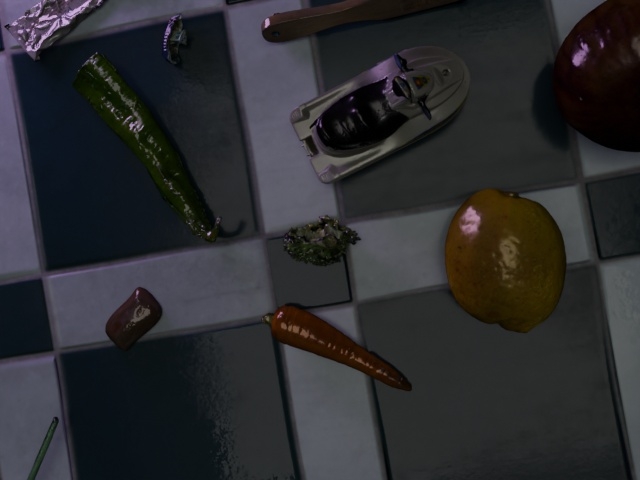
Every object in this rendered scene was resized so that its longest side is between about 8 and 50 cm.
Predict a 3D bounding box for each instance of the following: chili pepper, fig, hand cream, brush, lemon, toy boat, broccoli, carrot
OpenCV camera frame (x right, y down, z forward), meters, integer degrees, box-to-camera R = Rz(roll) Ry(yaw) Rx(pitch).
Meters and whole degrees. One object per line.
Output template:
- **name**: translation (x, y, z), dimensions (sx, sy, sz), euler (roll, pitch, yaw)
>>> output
- **chili pepper**: translation (-0.262, -0.140, 1.198), dimensions (0.359, 0.076, 0.085), euler (51, 121, 8)
- **fig**: translation (0.447, -0.237, 1.068), dimensions (0.235, 0.214, 0.235), euler (-3, 112, -9)
- **hand cream**: translation (-0.392, -0.399, 1.227), dimensions (0.257, 0.050, 0.084), euler (-41, 84, 11)
- **brush**: translation (0.065, -0.372, 1.174), dimensions (0.327, 0.070, 0.065), euler (-13, 70, 7)
- **lemon**: translation (0.263, 0.029, 1.095), dimensions (0.170, 0.170, 0.207), euler (-1, 93, 6)
- **toy boat**: translation (-0.229, -0.320, 1.213), dimensions (0.038, 0.038, 0.083), euler (6, 90, 6)
- **broccoli**: translation (0.000, 0.000, 1.158), dimensions (0.097, 0.092, 0.095), euler (38, 75, -6)
- **carrot**: translation (0.029, 0.165, 1.175), dimensions (0.256, 0.061, 0.061), euler (24, 92, 2)
- **toy boat**: translation (0.088, -0.197, 1.135), dimensions (0.269, 0.141, 0.141), euler (-28, 87, 19)

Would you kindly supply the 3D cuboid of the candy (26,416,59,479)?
- **candy**: translation (-0.483, 0.432, 1.209), dimensions (0.092, 0.093, 0.336), euler (25, 91, 15)

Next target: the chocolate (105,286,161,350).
- **chocolate**: translation (-0.305, 0.127, 1.222), dimensions (0.100, 0.031, 0.064), euler (-43, 81, 6)
